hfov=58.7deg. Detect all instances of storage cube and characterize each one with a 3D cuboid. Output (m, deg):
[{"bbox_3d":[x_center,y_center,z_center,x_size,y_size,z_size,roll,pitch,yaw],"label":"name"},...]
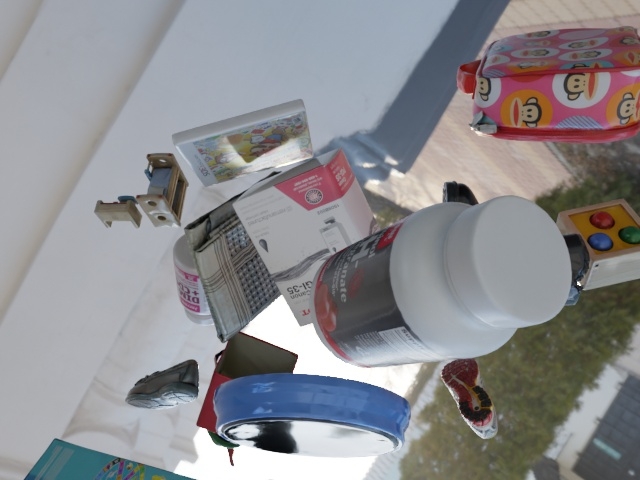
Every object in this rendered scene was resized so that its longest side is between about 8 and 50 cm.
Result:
[{"bbox_3d":[-0.187,0.381,1.465,0.215,0.193,0.183,20,-153,-2],"label":"storage cube"}]

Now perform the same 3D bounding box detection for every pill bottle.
[{"bbox_3d":[-0.336,0.115,1.650,0.160,0.160,0.283,31,142,19],"label":"pill bottle"},{"bbox_3d":[0.128,0.057,0.683,0.176,0.176,0.318,30,154,-17],"label":"pill bottle"}]

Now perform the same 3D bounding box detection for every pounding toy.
[{"bbox_3d":[0.469,-0.008,1.044,0.094,0.206,0.181,81,176,-46],"label":"pounding toy"}]

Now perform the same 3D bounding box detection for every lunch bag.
[{"bbox_3d":[0.331,-0.239,0.843,0.258,0.120,0.293,5,-149,22],"label":"lunch bag"}]

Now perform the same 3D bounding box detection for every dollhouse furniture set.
[{"bbox_3d":[-0.427,-0.116,1.340,0.184,0.129,0.129,0,150,6],"label":"dollhouse furniture set"}]

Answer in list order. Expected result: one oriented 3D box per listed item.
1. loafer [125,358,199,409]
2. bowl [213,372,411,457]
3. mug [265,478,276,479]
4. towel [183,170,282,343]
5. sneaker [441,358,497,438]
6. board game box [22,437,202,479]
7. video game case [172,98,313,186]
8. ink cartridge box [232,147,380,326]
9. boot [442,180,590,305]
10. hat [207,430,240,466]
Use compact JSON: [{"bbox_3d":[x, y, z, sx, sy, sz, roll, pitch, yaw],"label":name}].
[{"bbox_3d":[-0.366,0.343,1.344,0.268,0.084,0.096,-22,137,41],"label":"loafer"},{"bbox_3d":[-0.019,0.358,1.121,0.392,0.077,0.391,3,149,2],"label":"bowl"},{"bbox_3d":[-0.163,0.667,1.340,0.113,0.150,0.169,31,-157,29],"label":"mug"},{"bbox_3d":[-0.159,0.035,1.345,0.056,0.312,0.324,16,130,37],"label":"towel"},{"bbox_3d":[0.334,0.348,1.275,0.225,0.088,0.092,-91,-24,-62],"label":"sneaker"},{"bbox_3d":[-0.343,0.479,0.897,0.336,0.079,0.253,11,-144,10],"label":"board game box"},{"bbox_3d":[-0.130,-0.170,1.036,0.206,0.227,0.026,77,177,-75],"label":"video game case"},{"bbox_3d":[0.000,0.000,1.074,0.283,0.207,0.117,63,-156,-16],"label":"ink cartridge box"},{"bbox_3d":[0.302,0.006,0.889,0.207,0.246,0.094,-8,-151,11],"label":"boot"},{"bbox_3d":[-0.361,0.681,1.985,0.173,0.183,0.208,0,-126,-45],"label":"hat"}]
